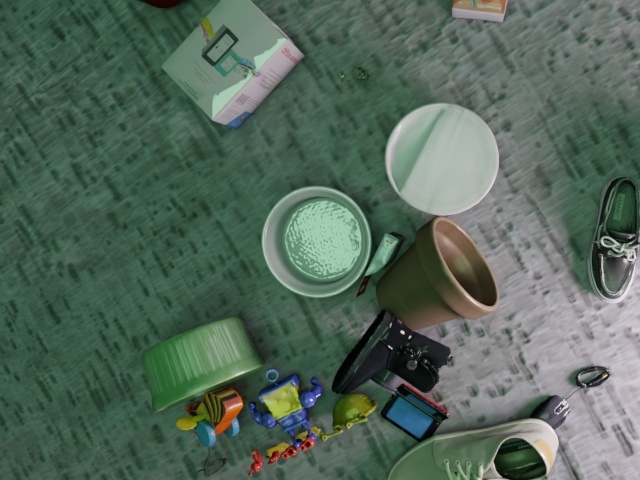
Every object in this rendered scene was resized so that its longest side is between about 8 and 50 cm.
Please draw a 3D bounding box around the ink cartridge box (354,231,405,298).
[{"bbox_3d":[0.151,0.066,1.847,0.045,0.145,0.179,24,98,11],"label":"ink cartridge box"}]

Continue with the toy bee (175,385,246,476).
[{"bbox_3d":[-0.306,0.474,1.955,0.162,0.195,0.298,47,113,30],"label":"toy bee"}]

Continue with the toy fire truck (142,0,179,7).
[{"bbox_3d":[-0.363,-0.703,1.921,0.246,0.158,0.217,23,97,20],"label":"toy fire truck"}]

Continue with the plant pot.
[{"bbox_3d":[0.266,0.106,1.798,0.229,0.263,0.263,-35,86,30],"label":"plant pot"}]

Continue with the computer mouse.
[{"bbox_3d":[0.616,0.394,1.827,0.242,0.041,0.071,-44,84,10],"label":"computer mouse"}]

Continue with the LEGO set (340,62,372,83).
[{"bbox_3d":[0.089,-0.426,1.895,0.083,0.023,0.054,-22,89,11],"label":"LEGO set"}]

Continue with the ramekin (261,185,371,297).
[{"bbox_3d":[0.000,0.000,1.879,0.277,0.135,0.277,1,94,11],"label":"ramekin"}]

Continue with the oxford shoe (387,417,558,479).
[{"bbox_3d":[0.367,0.561,1.829,0.450,0.130,0.169,-22,102,18],"label":"oxford shoe"}]

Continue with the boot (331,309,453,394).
[{"bbox_3d":[0.172,0.312,1.764,0.207,0.094,0.246,34,99,-7],"label":"boot"}]

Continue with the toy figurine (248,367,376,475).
[{"bbox_3d":[-0.066,0.419,1.895,0.363,0.191,0.217,-28,83,10],"label":"toy figurine"}]

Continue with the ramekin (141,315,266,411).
[{"bbox_3d":[-0.303,0.309,1.879,0.303,0.303,0.148,-25,80,11],"label":"ramekin"}]

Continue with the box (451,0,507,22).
[{"bbox_3d":[0.395,-0.628,1.790,0.130,0.091,0.170,9,94,10],"label":"box"}]

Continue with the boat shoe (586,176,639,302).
[{"bbox_3d":[0.709,0.001,1.754,0.113,0.105,0.306,11,95,10],"label":"boat shoe"}]

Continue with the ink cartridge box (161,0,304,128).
[{"bbox_3d":[-0.214,-0.453,1.865,0.270,0.198,0.197,-45,84,9],"label":"ink cartridge box"}]

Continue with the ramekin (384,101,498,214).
[{"bbox_3d":[0.297,-0.197,1.814,0.273,0.127,0.272,1,94,11],"label":"ramekin"}]

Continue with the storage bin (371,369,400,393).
[{"bbox_3d":[0.150,0.309,1.872,0.135,0.098,0.091,31,88,43],"label":"storage bin"}]

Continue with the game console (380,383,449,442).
[{"bbox_3d":[0.239,0.444,1.884,0.144,0.124,0.085,33,72,7],"label":"game console"}]
